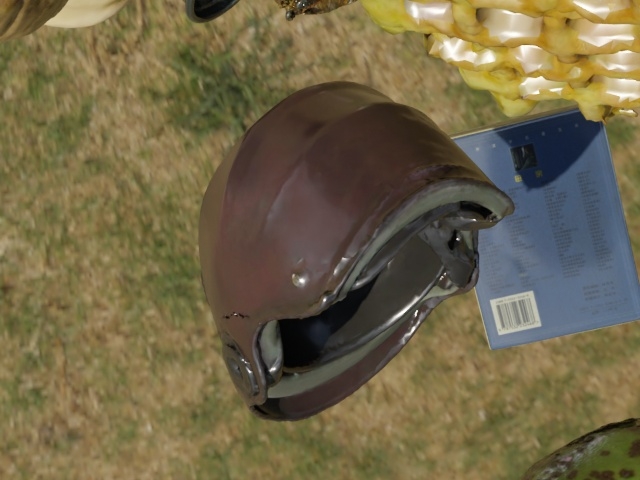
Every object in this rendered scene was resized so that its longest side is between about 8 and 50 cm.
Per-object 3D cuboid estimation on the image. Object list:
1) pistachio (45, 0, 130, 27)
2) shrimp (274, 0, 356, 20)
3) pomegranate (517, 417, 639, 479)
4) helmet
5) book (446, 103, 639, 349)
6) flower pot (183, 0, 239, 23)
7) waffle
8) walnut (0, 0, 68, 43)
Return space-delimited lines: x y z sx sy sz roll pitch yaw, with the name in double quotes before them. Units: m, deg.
"pistachio" -0.287 -0.340 1.479 0.321 0.238 0.229 5 97 -60
"shrimp" -0.007 -0.276 1.543 0.091 0.184 0.043 47 125 -6
"pomegranate" 0.246 0.260 1.153 0.254 0.270 0.254 -4 108 -12
"helmet" 0.000 0.000 1.127 0.225 0.177 0.305 -26 160 -34
"book" 0.259 -0.014 1.680 0.191 0.025 0.269 -13 105 10
"flower pot" -0.113 -0.306 1.419 0.107 0.157 0.157 40 108 7
"waffle" 0.170 -0.106 0.672 0.282 0.301 0.058 22 75 -45
"walnut" -0.255 -0.218 0.914 0.228 0.228 0.228 -7 123 -11
